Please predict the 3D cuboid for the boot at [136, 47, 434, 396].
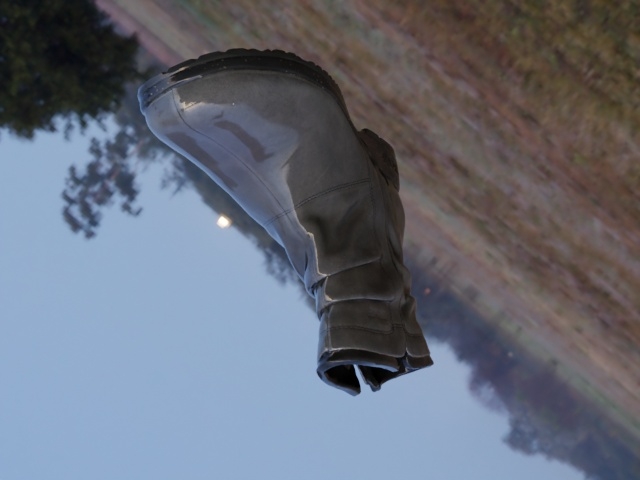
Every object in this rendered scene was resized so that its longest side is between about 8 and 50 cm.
[{"bbox_3d":[0.000,0.000,0.591,0.246,0.083,0.161,25,-131,-57],"label":"boot"}]
